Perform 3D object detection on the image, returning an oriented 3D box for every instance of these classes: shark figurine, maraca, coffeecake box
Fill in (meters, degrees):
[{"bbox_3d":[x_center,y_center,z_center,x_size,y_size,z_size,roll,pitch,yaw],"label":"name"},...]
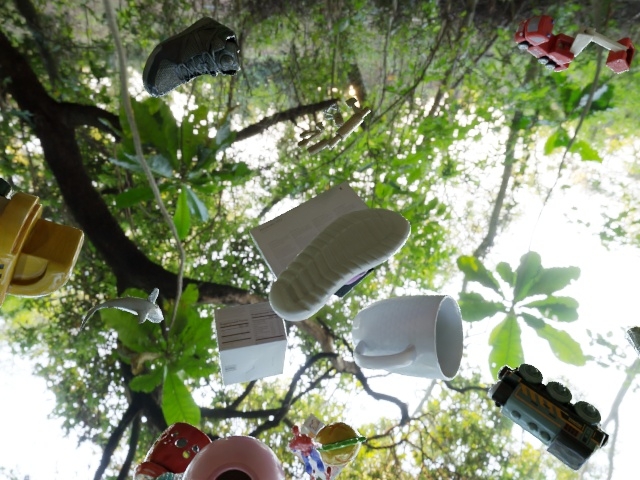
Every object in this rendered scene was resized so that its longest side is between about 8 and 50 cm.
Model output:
[{"bbox_3d":[-0.666,0.249,1.561,0.279,0.166,0.116,10,-143,-37],"label":"shark figurine"},{"bbox_3d":[0.044,0.492,1.088,0.127,0.185,0.099,-11,-111,-15],"label":"maraca"},{"bbox_3d":[-0.001,0.688,1.485,0.186,0.142,0.068,36,-151,12],"label":"coffeecake box"}]

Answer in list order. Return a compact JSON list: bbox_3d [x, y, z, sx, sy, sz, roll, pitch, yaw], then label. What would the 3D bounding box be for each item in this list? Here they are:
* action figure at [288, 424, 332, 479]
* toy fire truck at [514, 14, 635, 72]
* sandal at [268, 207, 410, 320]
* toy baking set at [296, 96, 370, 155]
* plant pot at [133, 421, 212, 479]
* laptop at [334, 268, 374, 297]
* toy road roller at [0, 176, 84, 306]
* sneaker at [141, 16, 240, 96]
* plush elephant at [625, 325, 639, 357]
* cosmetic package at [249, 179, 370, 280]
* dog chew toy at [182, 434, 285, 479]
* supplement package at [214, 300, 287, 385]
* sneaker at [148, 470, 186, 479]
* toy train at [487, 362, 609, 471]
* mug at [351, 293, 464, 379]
[{"bbox_3d":[-0.016,0.284,0.602,0.038,0.115,0.030,-12,-144,12],"label":"action figure"},{"bbox_3d":[0.493,-0.381,0.874,0.192,0.047,0.135,20,177,-26],"label":"toy fire truck"},{"bbox_3d":[0.044,0.052,1.112,0.416,0.102,0.169,-33,-119,-22],"label":"sandal"},{"bbox_3d":[0.036,-0.322,1.215,0.256,0.030,0.197,-44,-144,-16],"label":"toy baking set"},{"bbox_3d":[-0.417,0.653,1.290,0.191,0.190,0.174,14,-154,17],"label":"plant pot"},{"bbox_3d":[0.037,0.070,1.721,0.265,0.234,0.136,26,-134,-16],"label":"laptop"},{"bbox_3d":[-0.634,0.050,0.898,0.241,0.329,0.202,21,-149,-26],"label":"toy road roller"},{"bbox_3d":[-0.255,-0.369,0.925,0.130,0.087,0.227,31,-115,25],"label":"sneaker"},{"bbox_3d":[0.489,0.134,0.459,0.256,0.271,0.330,8,-126,51],"label":"plush elephant"},{"bbox_3d":[0.000,0.000,1.455,0.378,0.097,0.284,-28,-121,-10],"label":"cosmetic package"},{"bbox_3d":[-0.182,0.528,0.957,0.207,0.331,0.206,3,-115,-7],"label":"dog chew toy"},{"bbox_3d":[-0.223,0.329,1.428,0.204,0.261,0.145,-7,-128,-13],"label":"supplement package"},{"bbox_3d":[-0.362,0.596,1.091,0.076,0.166,0.064,-18,-128,18],"label":"sneaker"},{"bbox_3d":[0.664,0.507,1.324,0.334,0.142,0.190,35,-141,29],"label":"toy train"},{"bbox_3d":[0.260,0.335,1.506,0.328,0.275,0.374,-6,-170,35],"label":"mug"}]
